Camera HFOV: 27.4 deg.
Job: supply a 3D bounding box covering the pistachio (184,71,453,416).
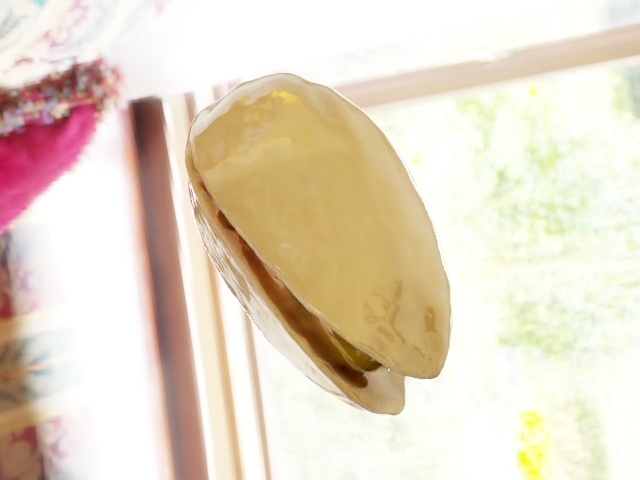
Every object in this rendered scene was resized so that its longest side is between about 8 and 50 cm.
[{"bbox_3d":[0.000,0.000,1.111,0.214,0.193,0.318,2,47,-45],"label":"pistachio"}]
